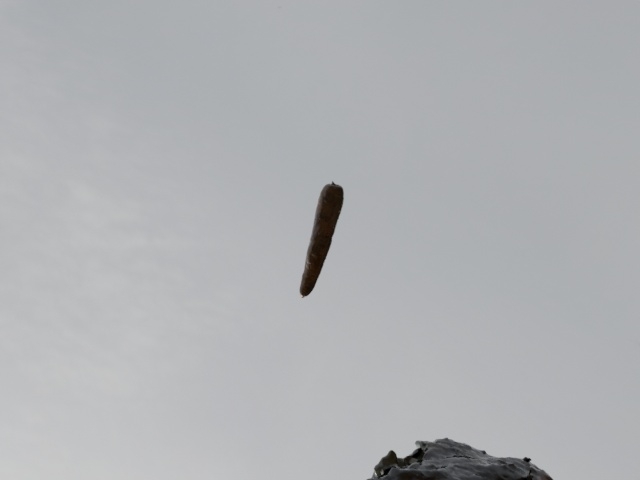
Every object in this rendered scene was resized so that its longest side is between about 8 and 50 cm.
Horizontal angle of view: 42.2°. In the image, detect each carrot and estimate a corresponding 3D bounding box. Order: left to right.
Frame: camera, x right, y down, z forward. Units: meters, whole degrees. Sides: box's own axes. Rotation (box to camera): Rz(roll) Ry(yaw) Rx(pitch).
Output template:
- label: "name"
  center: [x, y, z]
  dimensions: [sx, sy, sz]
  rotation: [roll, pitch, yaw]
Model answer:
- label: "carrot"
  center: [0.000, 0.000, 1.128]
  dimensions: [0.035, 0.035, 0.165]
  rotation: [14, -89, -29]

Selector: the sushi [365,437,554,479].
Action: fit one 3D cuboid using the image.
- label: "sushi"
  center: [0.118, 0.302, 0.783]
  dimensions: [0.343, 0.181, 0.197]
  rotation: [-12, -88, -55]
